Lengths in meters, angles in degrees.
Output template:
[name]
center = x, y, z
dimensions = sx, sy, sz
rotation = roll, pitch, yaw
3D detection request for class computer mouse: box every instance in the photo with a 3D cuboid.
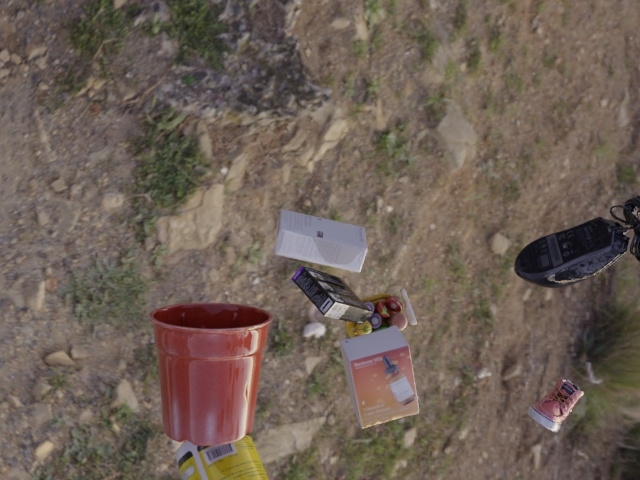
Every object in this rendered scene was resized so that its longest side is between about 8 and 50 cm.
[computer mouse]
center = 0.509, 0.029, 1.342
dimensions = 0.072, 0.272, 0.188
rotation = 53, 31, -28

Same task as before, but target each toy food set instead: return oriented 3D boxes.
[toy food set]
center = 0.178, 0.213, 1.950
dimensions = 0.218, 0.071, 0.128
rotation = -17, 98, -21

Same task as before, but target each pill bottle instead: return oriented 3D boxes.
[pill bottle]
center = -0.202, 0.617, 1.658
dimensions = 0.188, 0.188, 0.334
rotation = -8, 57, -35

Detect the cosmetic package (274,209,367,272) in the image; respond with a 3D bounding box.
[cosmetic package]
center = 0.000, 0.000, 1.823
dimensions = 0.231, 0.117, 0.085
rotation = 11, 118, -7

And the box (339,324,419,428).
[box]
center = 0.123, 0.284, 1.469
dimensions = 0.130, 0.091, 0.170
rotation = -14, 113, -6

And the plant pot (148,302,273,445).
[plant pot]
center = -0.247, 0.294, 1.567
dimensions = 0.272, 0.272, 0.265
rotation = -1, 98, -35

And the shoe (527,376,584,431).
[shoe]
center = 0.446, 0.304, 1.327
dimensions = 0.081, 0.063, 0.178
rotation = -60, 154, 8

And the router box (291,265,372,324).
[router box]
center = 0.029, 0.130, 1.657
dimensions = 0.046, 0.133, 0.179
rotation = -51, 146, 12
